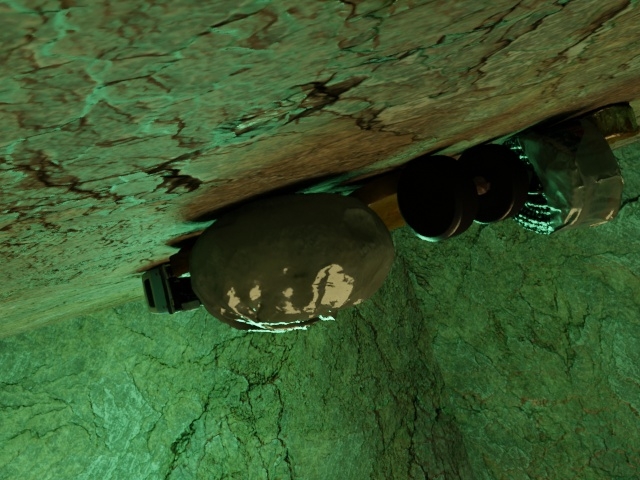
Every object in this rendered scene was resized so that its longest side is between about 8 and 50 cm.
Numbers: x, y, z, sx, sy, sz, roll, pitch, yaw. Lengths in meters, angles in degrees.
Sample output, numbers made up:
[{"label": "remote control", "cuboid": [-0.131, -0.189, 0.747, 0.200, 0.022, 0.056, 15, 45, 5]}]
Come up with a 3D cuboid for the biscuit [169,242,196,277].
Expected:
[{"label": "biscuit", "cuboid": [-0.151, 0.007, 1.545, 0.359, 0.074, 0.381, -22, 173, 38]}]

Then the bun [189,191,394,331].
[{"label": "bun", "cuboid": [-0.045, 0.049, 1.235, 0.355, 0.194, 0.354, -9, 163, -3]}]

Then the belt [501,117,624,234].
[{"label": "belt", "cuboid": [0.453, -0.121, 1.400, 0.150, 0.207, 0.257, -18, -168, -19]}]

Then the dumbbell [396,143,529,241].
[{"label": "dumbbell", "cuboid": [0.264, -0.091, 1.343, 0.218, 0.152, 0.152, -16, 177, -40]}]

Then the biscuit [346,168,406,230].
[{"label": "biscuit", "cuboid": [0.124, -0.064, 1.495, 0.344, 0.057, 0.287, -16, 161, -40]}]

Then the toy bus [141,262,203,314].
[{"label": "toy bus", "cuboid": [-0.317, 0.108, 1.888, 0.271, 0.133, 0.165, -12, 179, -43]}]

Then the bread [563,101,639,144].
[{"label": "bread", "cuboid": [0.558, -0.223, 1.460, 0.140, 0.069, 0.128, -14, 176, -44]}]
